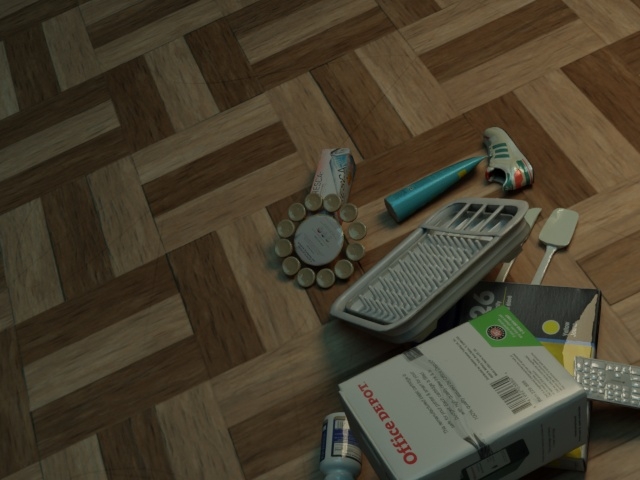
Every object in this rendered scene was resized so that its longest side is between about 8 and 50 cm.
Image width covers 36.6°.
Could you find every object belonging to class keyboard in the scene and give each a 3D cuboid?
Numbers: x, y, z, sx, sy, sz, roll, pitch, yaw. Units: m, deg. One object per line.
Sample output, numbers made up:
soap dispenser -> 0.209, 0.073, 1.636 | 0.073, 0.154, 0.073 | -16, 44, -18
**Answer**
keyboard -> 0.507, 0.225, 1.448 | 0.256, 0.014, 0.072 | 10, 56, 6

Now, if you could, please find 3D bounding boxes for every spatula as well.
spatula -> 0.342, 0.027, 1.711 | 0.168, 0.019, 0.242 | 15, 58, 28

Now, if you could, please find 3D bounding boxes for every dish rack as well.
dish rack -> 0.192, 0.055, 1.641 | 0.333, 0.072, 0.285 | -39, 17, -14

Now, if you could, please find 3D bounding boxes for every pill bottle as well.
pill bottle -> 0.033, 0.338, 1.528 | 0.067, 0.067, 0.120 | -6, 50, 14

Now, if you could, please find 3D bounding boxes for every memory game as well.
memory game -> 0.000, 0.000, 1.808 | 0.186, 0.012, 0.186 | -4, 77, 19

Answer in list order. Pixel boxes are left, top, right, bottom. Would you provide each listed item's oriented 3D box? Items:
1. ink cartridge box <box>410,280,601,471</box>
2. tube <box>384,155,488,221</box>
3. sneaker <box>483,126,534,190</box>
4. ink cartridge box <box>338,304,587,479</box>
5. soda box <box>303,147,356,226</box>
ink cartridge box -> 0.281, 0.203, 1.551 | 0.307, 0.072, 0.304 | 4, 56, 18
tube -> 0.220, -0.109, 1.841 | 0.207, 0.052, 0.080 | -31, 13, -6
sneaker -> 0.336, -0.154, 1.835 | 0.075, 0.057, 0.161 | -24, 51, -8
ink cartridge box -> 0.199, 0.247, 1.382 | 0.289, 0.122, 0.211 | -24, 41, -12
soda box -> 0.020, -0.096, 1.898 | 0.063, 0.058, 0.183 | 0, 53, 19
